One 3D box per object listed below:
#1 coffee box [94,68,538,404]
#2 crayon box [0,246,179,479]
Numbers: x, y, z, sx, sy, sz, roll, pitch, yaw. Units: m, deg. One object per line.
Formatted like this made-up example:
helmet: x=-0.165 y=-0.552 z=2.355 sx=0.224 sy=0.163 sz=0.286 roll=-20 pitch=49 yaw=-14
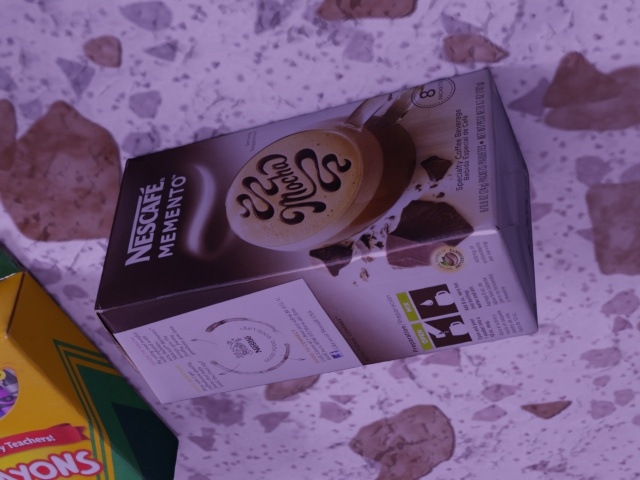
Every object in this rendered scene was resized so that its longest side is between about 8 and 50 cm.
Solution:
coffee box: x=0.000 y=0.000 z=1.114 sx=0.297 sy=0.168 sz=0.119 roll=-13 pitch=134 yaw=16
crayon box: x=-0.294 y=0.144 z=1.348 sx=0.202 sy=0.081 sz=0.318 roll=-17 pitch=132 yaw=21
